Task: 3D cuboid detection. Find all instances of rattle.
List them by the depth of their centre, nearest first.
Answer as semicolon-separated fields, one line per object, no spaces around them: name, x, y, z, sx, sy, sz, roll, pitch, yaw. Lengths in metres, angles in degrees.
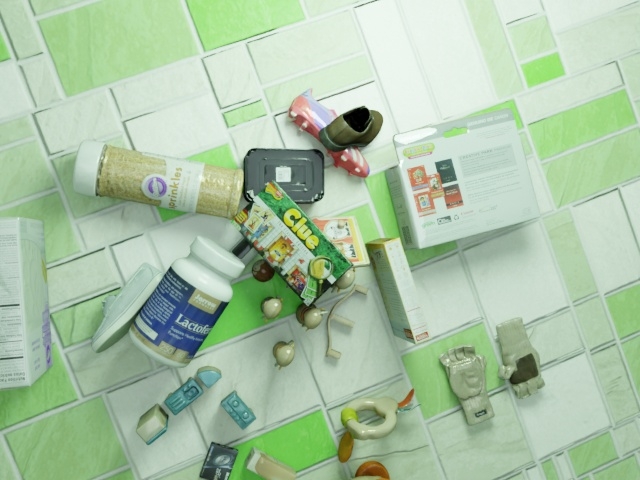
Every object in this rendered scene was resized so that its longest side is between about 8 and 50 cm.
rattle;0.144;0.444;1.638;0.200;0.130;0.142;-14;104;-36

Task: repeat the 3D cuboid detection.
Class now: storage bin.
storage bin;-0.086;-0.147;1.588;0.180;0.084;0.121;0;90;-10

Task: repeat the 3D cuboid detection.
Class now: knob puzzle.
knob puzzle;0.000;0.000;1.562;0.213;0.213;0.030;-7;132;-10

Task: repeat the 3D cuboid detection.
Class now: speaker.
speaker;-0.153;0.002;1.592;0.055;0.055;0.136;45;83;-7

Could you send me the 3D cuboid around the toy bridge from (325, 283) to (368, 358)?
toy bridge;0.050;0.190;1.641;0.063;0.026;0.188;24;86;-6

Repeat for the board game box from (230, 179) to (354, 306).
board game box;-0.064;0.005;1.499;0.136;0.030;0.259;-45;79;3

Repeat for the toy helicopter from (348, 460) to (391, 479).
toy helicopter;0.145;0.713;1.605;0.235;0.140;0.355;-39;99;-6

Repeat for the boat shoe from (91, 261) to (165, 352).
boat shoe;-0.441;0.146;1.540;0.081;0.079;0.227;39;84;10

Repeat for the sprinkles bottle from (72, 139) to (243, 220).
sprinkles bottle;-0.354;-0.132;1.524;0.356;0.121;0.121;10;88;-10

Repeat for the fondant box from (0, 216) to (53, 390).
fondant box;-0.629;0.120;1.418;0.096;0.238;0.330;-3;91;-11

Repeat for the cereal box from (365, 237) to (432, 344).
cereal box;0.177;0.112;1.589;0.047;0.173;0.240;-19;94;-10

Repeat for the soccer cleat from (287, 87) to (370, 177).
soccer cleat;0.033;-0.249;1.614;0.248;0.083;0.095;41;74;-7

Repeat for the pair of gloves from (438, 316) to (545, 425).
pair of gloves;0.428;0.319;1.698;0.240;0.042;0.204;-27;98;-7

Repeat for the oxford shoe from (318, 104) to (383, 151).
oxford shoe;0.095;-0.264;1.565;0.096;0.227;0.082;-38;88;37

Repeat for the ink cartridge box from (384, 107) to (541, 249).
ink cartridge box;0.326;-0.144;1.635;0.310;0.130;0.271;-14;91;-10

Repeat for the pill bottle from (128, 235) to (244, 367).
pill bottle;-0.287;0.131;1.504;0.153;0.153;0.264;32;93;-8

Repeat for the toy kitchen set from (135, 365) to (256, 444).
toy kitchen set;-0.274;0.403;1.537;0.207;0.122;0.166;-39;96;-7

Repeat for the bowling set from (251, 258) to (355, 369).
bowling set;-0.077;0.130;1.554;0.200;0.154;0.287;34;84;-8

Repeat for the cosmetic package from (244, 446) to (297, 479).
cosmetic package;-0.115;0.528;1.596;0.115;0.060;0.041;31;85;-10

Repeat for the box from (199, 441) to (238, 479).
box;-0.235;0.517;1.596;0.067;0.018;0.083;21;86;-9
